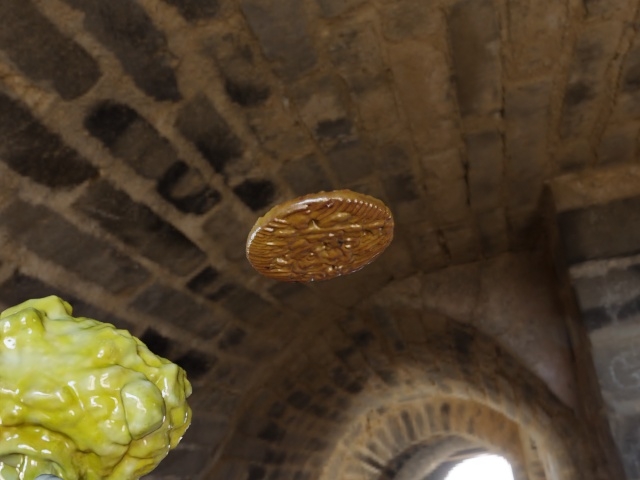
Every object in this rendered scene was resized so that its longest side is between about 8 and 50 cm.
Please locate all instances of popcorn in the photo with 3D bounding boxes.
[{"bbox_3d":[-0.287,0.204,1.007,0.250,0.235,0.241,13,-34,8],"label":"popcorn"}]

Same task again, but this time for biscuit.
[{"bbox_3d":[0.000,0.001,1.037,0.188,0.027,0.188,-10,-31,-6],"label":"biscuit"}]

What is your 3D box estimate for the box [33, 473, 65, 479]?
[{"bbox_3d":[-0.298,0.370,0.731,0.168,0.294,0.193,-12,-52,19],"label":"box"}]
